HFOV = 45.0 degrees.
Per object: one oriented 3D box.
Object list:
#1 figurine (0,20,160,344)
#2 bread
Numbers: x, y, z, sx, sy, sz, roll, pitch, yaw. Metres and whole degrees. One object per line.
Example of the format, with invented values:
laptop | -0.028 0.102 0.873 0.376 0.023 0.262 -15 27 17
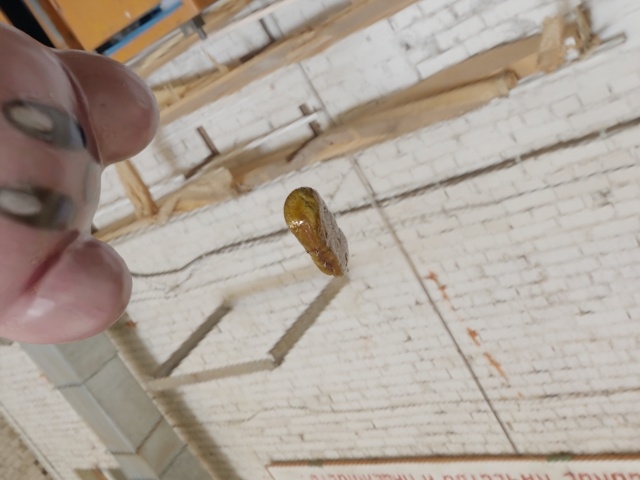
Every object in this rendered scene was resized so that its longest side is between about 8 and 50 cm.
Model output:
figurine | -0.272 -0.046 0.522 0.262 0.269 0.211 4 170 27
bread | 0.003 0.000 1.672 0.084 0.344 0.124 -5 -118 17
